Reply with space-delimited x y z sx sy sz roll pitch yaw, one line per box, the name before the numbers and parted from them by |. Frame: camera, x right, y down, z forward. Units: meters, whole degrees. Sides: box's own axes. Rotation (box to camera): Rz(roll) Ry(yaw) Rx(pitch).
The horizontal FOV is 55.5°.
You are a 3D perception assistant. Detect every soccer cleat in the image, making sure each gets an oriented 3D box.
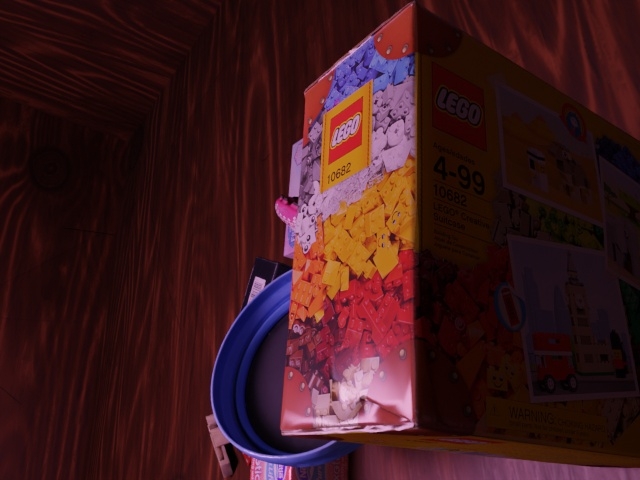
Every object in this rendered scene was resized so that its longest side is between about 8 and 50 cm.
soccer cleat | 0.000 0.000 1.288 0.331 0.116 0.143 29 115 48

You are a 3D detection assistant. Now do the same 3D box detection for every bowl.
bowl | -0.013 0.206 1.071 0.391 0.077 0.391 -21 43 21

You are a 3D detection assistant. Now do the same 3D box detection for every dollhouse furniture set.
dollhouse furniture set | -0.212 0.503 1.553 0.144 0.123 0.151 -131 29 -54

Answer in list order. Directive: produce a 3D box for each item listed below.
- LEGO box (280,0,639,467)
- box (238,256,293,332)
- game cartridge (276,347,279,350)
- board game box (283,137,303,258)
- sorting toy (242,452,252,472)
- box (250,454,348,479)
LEGO box | 0.223 0.042 0.671 0.193 0.500 0.373 -25 56 51
box | -0.052 0.136 1.319 0.108 0.207 0.153 12 84 58
game cartridge | 0.056 0.214 1.115 0.355 0.068 0.230 -37 43 3
board game box | 0.032 -0.139 1.455 0.318 0.066 0.319 -24 56 50
sorting toy | -0.116 0.459 1.379 0.132 0.046 0.274 54 140 36
box | -0.041 0.449 1.209 0.154 0.142 0.300 -26 54 47
